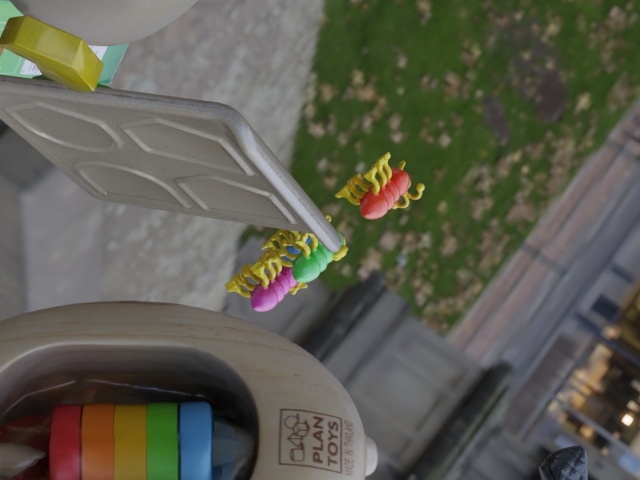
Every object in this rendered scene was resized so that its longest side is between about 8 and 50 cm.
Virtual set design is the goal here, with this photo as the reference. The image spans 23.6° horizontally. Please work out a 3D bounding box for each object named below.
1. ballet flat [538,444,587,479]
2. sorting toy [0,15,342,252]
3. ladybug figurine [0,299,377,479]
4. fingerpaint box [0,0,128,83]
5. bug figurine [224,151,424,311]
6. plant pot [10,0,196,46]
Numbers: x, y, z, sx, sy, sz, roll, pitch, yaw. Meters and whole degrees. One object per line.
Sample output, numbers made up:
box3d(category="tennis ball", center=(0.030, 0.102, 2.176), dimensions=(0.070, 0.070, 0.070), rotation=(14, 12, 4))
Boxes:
box3d(category="ballet flat", center=(0.260, 0.276, 1.449), dimensions=(0.049, 0.173, 0.057), rotation=(-25, -173, -3))
box3d(category="sorting toy", center=(-0.125, -0.080, 1.000), dimensions=(0.307, 0.229, 0.041), rotation=(49, 57, -64))
box3d(category="ladybug figurine", center=(-0.173, 0.212, 1.424), dimensions=(0.162, 0.449, 0.305), rotation=(98, -6, -58))
box3d(category="fingerpaint box", center=(-0.466, -0.370, 1.761), dimensions=(0.444, 0.371, 0.163), rotation=(-3, 148, -30))
box3d(category="bug figurine", center=(0.000, 0.000, 1.904), dimensions=(0.216, 0.072, 0.279), rotation=(-44, -173, -35))
box3d(category="plant pot", center=(-0.184, -0.328, 1.528), dimensions=(0.256, 0.256, 0.274), rotation=(-52, -159, -12))
